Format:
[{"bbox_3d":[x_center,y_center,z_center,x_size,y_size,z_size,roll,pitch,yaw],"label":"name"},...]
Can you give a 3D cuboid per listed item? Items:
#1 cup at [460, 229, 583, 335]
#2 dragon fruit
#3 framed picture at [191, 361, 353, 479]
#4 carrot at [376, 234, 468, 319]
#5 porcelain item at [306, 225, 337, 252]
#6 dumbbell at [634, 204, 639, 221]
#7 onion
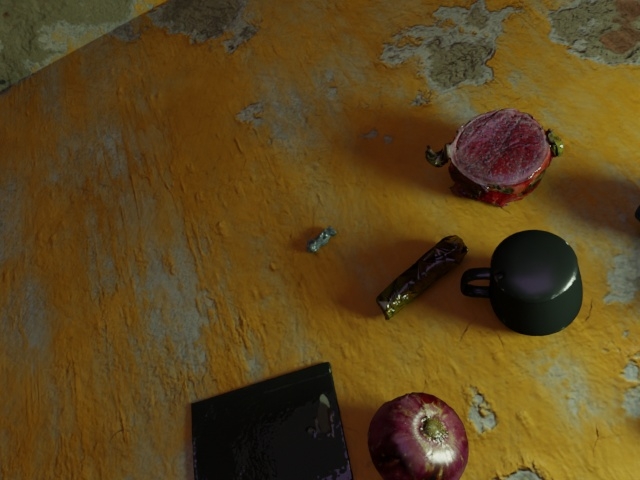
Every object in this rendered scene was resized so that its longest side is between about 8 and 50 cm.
[{"bbox_3d":[0.372,0.079,1.092,0.223,0.177,0.169,-1,63,19],"label":"cup"},{"bbox_3d":[0.382,-0.177,1.281,0.282,0.147,0.211,-4,68,22],"label":"dragon fruit"},{"bbox_3d":[-0.111,0.401,1.176,0.323,0.013,0.244,-18,55,9],"label":"framed picture"},{"bbox_3d":[0.210,0.076,1.225,0.228,0.069,0.069,-39,54,-4],"label":"carrot"},{"bbox_3d":[0.000,0.000,1.374,0.083,0.028,0.036,-38,37,-3],"label":"porcelain item"},{"bbox_3d":[0.717,0.017,1.018,0.144,0.160,0.325,-47,50,24],"label":"dumbbell"},{"bbox_3d":[0.170,0.355,1.018,0.177,0.154,0.177,-6,43,6],"label":"onion"}]
